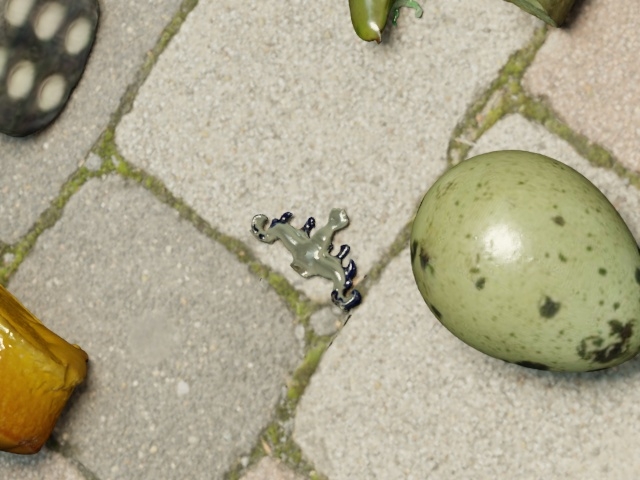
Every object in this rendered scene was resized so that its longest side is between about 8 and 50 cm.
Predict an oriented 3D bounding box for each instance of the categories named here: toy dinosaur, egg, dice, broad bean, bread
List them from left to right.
[{"bbox_3d":[-0.350,0.098,1.805,0.269,0.195,0.143,41,90,28],"label":"bread"},{"bbox_3d":[-0.344,-0.219,1.865,0.183,0.182,0.181,27,93,27],"label":"dice"},{"bbox_3d":[0.067,-0.334,1.774,0.075,0.067,0.325,-1,70,21],"label":"broad bean"},{"bbox_3d":[0.077,-0.240,1.782,0.062,0.021,0.083,39,97,37],"label":"toy dinosaur"},{"bbox_3d":[0.184,0.023,1.602,0.228,0.177,0.177,34,94,12],"label":"egg"}]

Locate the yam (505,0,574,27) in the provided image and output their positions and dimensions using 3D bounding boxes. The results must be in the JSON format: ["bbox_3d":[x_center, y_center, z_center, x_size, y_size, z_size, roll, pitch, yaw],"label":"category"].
[{"bbox_3d":[0.202,-0.338,1.671,0.161,0.161,0.268,23,90,25],"label":"yam"}]

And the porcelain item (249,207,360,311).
[{"bbox_3d":[0.000,0.000,1.767,0.136,0.021,0.075,40,97,24],"label":"porcelain item"}]
